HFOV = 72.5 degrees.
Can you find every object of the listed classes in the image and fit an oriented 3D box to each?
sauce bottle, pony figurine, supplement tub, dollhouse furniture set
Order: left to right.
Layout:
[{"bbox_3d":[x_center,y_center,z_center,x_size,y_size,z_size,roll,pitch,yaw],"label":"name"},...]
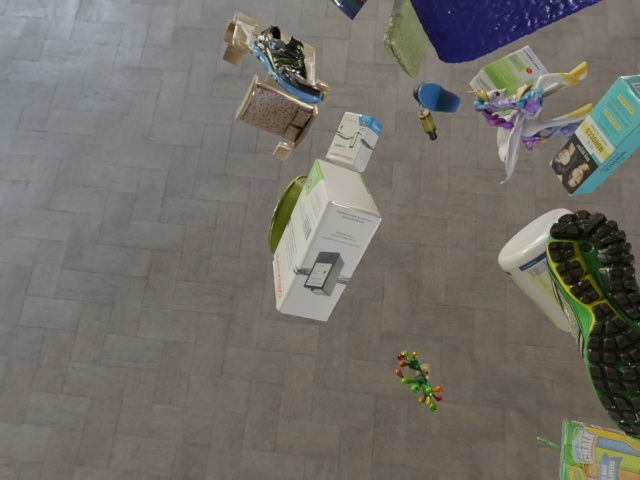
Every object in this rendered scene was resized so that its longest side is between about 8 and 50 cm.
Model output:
[{"bbox_3d":[-0.155,-0.343,1.153,0.303,0.355,0.174,18,49,-22],"label":"dollhouse furniture set"},{"bbox_3d":[0.348,-0.369,1.406,0.042,0.128,0.042,-14,56,23],"label":"sauce bottle"},{"bbox_3d":[0.707,-0.405,1.493,0.363,0.303,0.351,-6,116,17],"label":"pony figurine"},{"bbox_3d":[0.683,0.100,1.195,0.235,0.235,0.325,-42,86,-9],"label":"supplement tub"}]

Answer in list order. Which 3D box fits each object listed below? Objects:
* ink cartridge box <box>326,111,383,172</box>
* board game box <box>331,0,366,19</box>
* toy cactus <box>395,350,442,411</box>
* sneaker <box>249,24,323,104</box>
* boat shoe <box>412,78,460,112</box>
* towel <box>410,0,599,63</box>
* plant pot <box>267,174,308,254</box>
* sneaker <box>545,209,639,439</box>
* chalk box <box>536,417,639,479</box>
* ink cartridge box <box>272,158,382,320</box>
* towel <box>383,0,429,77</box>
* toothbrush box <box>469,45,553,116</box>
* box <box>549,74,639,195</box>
[{"bbox_3d":[0.133,-0.390,1.736,0.148,0.086,0.203,23,89,37],"label":"ink cartridge box"},{"bbox_3d":[0.019,-0.431,0.609,0.136,0.201,0.035,-48,47,19],"label":"board game box"},{"bbox_3d":[0.344,0.457,1.477,0.112,0.180,0.219,-43,78,24],"label":"toy cactus"},{"bbox_3d":[-0.054,-0.314,0.772,0.078,0.067,0.188,-41,70,14],"label":"sneaker"},{"bbox_3d":[0.401,-0.508,1.573,0.089,0.258,0.109,39,111,38],"label":"boat shoe"},{"bbox_3d":[0.175,-0.352,0.438,0.228,0.308,0.076,-17,48,28],"label":"towel"},{"bbox_3d":[0.022,-0.043,1.845,0.353,0.366,0.366,23,77,15],"label":"plant pot"},{"bbox_3d":[0.454,0.125,0.675,0.134,0.146,0.343,-17,74,18],"label":"sneaker"},{"bbox_3d":[0.569,0.455,0.909,0.213,0.132,0.132,3,74,29],"label":"chalk box"},{"bbox_3d":[0.000,0.000,0.915,0.115,0.273,0.198,15,30,-18],"label":"ink cartridge box"},{"bbox_3d":[0.139,-0.328,0.684,0.027,0.148,0.110,19,98,26],"label":"towel"},{"bbox_3d":[0.835,-0.688,1.906,0.283,0.122,0.206,-29,82,-19],"label":"toothbrush box"},{"bbox_3d":[0.578,-0.205,0.891,0.060,0.244,0.100,-9,60,-12],"label":"box"}]
